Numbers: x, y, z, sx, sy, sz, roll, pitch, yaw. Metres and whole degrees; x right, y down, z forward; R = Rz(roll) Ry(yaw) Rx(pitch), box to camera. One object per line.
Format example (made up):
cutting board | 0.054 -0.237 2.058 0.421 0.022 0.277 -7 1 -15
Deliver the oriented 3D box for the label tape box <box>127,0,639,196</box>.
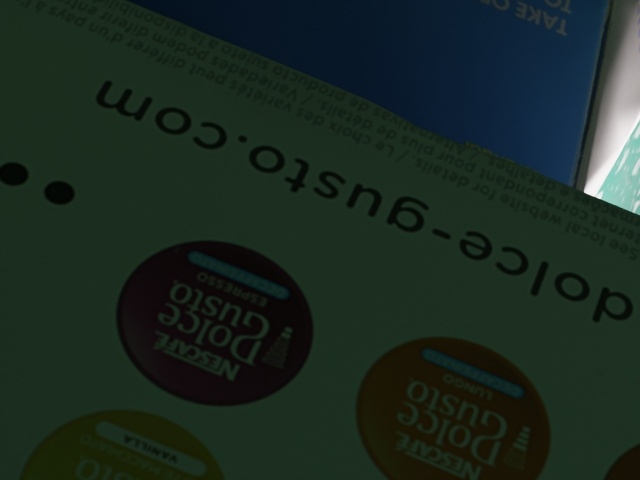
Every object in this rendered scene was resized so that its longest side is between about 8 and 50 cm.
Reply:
label tape box | 0.027 -0.147 0.691 0.333 0.241 0.106 -59 160 -16

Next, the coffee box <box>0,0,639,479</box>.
coffee box | -0.049 0.184 0.582 0.338 0.338 0.334 106 8 -53
